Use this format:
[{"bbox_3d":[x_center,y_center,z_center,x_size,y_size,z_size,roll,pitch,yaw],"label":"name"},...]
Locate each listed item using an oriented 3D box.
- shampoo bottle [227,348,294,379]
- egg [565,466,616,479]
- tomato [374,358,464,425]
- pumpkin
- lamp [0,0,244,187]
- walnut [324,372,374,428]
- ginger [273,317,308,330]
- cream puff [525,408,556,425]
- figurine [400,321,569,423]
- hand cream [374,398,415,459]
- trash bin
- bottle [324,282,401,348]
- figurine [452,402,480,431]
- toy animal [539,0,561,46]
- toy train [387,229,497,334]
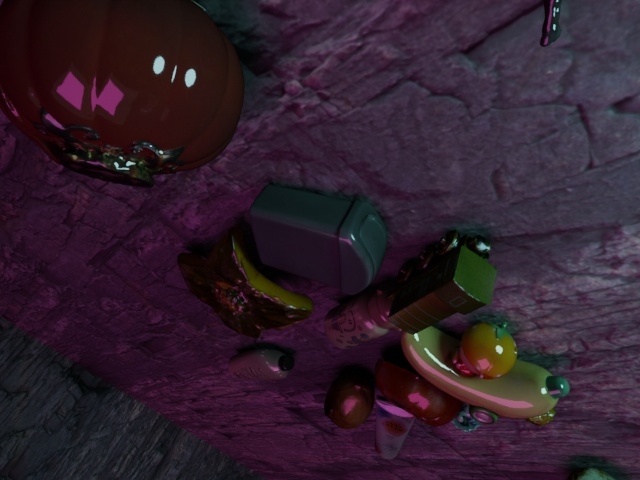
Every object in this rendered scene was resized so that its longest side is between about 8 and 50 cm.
[{"bbox_3d":[-0.174,0.372,1.404,0.257,0.078,0.127,-16,121,44],"label":"shampoo bottle"},{"bbox_3d":[0.699,0.672,1.190,0.169,0.169,0.231,-6,118,35],"label":"egg"},{"bbox_3d":[0.218,0.364,1.112,0.225,0.085,0.225,30,167,8],"label":"tomato"},{"bbox_3d":[-0.186,0.102,1.035,0.258,0.095,0.290,52,140,-11],"label":"pumpkin"},{"bbox_3d":[-0.251,-0.206,0.612,0.304,0.256,0.303,11,176,1],"label":"lamp"},{"bbox_3d":[0.079,0.451,1.312,0.137,0.137,0.245,22,134,5],"label":"walnut"},{"bbox_3d":[-0.118,0.165,1.136,0.190,0.068,0.095,17,140,12],"label":"ginger"},{"bbox_3d":[0.483,0.388,1.064,0.083,0.058,0.083,-19,126,45],"label":"cream puff"},{"bbox_3d":[0.318,0.248,0.945,0.325,0.124,0.222,28,143,4],"label":"figurine"},{"bbox_3d":[0.219,0.593,1.458,0.125,0.077,0.340,15,137,15],"label":"hand cream"},{"bbox_3d":[0.000,0.000,0.853,0.237,0.101,0.176,14,143,18],"label":"trash bin"},{"bbox_3d":[0.105,0.163,0.979,0.110,0.097,0.209,52,139,-2],"label":"bottle"},{"bbox_3d":[0.365,0.418,1.145,0.095,0.086,0.082,24,141,3],"label":"figurine"},{"bbox_3d":[0.228,-0.278,0.405,0.148,0.084,0.233,43,143,-19],"label":"toy animal"},{"bbox_3d":[0.197,0.077,0.798,0.090,0.137,0.225,33,141,-8],"label":"toy train"}]
